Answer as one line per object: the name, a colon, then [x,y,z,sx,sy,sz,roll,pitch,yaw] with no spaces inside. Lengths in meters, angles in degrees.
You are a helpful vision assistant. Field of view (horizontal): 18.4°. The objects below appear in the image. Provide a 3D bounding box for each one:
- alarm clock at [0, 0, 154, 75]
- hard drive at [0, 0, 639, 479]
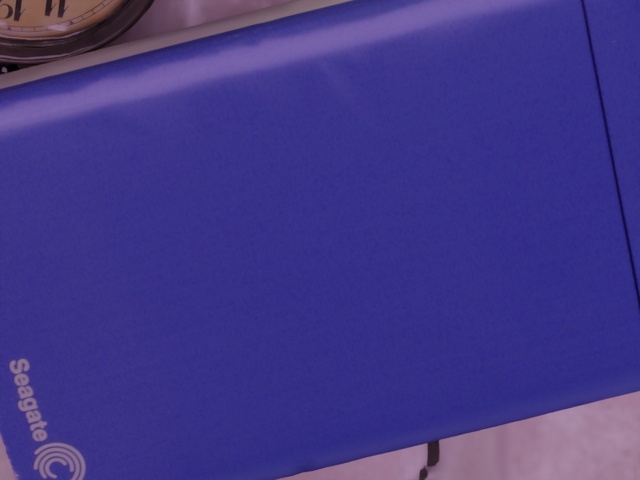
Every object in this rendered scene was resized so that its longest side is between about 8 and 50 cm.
alarm clock: [-0.128,-0.127,0.842,0.129,0.064,0.192,9,116,-7]
hard drive: [0.000,0.000,0.863,0.318,0.040,0.210,-14,114,2]
